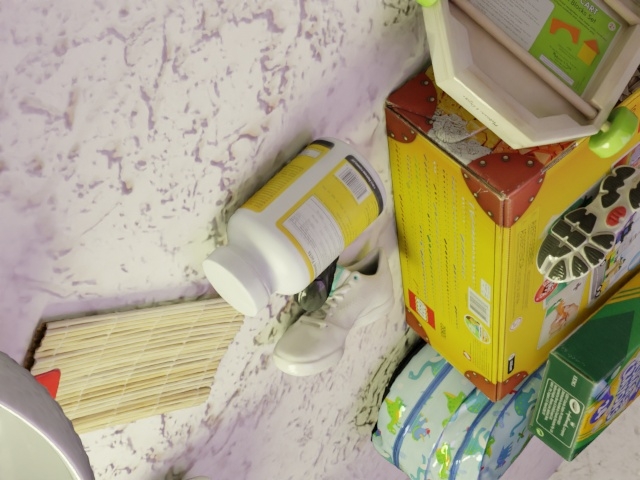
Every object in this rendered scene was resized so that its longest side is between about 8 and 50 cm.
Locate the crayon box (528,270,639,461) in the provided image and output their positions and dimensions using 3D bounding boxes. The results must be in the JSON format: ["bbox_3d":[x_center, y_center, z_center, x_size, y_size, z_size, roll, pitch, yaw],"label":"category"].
[{"bbox_3d":[0.443,0.148,1.665,0.323,0.083,0.203,-37,149,-27],"label":"crayon box"}]

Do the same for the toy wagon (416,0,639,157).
[{"bbox_3d":[0.255,-0.261,1.199,0.344,0.267,0.068,-57,-164,-17],"label":"toy wagon"}]

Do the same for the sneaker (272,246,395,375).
[{"bbox_3d":[0.014,0.077,1.386,0.212,0.080,0.094,-39,139,-44],"label":"sneaker"}]

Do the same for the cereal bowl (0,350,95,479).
[{"bbox_3d":[-0.318,0.182,0.776,0.339,0.141,0.339,-9,120,-15],"label":"cereal bowl"}]

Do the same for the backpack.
[{"bbox_3d":[0.236,0.225,1.764,0.355,0.273,0.290,-24,148,-25],"label":"backpack"}]

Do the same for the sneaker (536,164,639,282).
[{"bbox_3d":[0.318,-0.009,1.332,0.170,0.068,0.071,-42,157,-12],"label":"sneaker"}]

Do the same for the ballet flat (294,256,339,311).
[{"bbox_3d":[0.000,0.000,1.305,0.057,0.049,0.173,7,117,-22],"label":"ballet flat"}]

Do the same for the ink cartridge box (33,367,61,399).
[{"bbox_3d":[-0.307,0.192,0.955,0.134,0.078,0.231,-17,135,-51],"label":"ink cartridge box"}]

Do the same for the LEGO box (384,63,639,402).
[{"bbox_3d":[0.291,-0.072,1.487,0.372,0.193,0.500,-38,150,-18],"label":"LEGO box"}]

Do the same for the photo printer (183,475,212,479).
[{"bbox_3d":[-0.209,0.431,1.368,0.256,0.107,0.307,-34,146,-37],"label":"photo printer"}]

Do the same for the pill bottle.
[{"bbox_3d":[-0.027,-0.012,1.160,0.184,0.103,0.103,-43,152,-22],"label":"pill bottle"}]

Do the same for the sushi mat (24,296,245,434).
[{"bbox_3d":[-0.185,0.127,1.155,0.316,0.019,0.151,-5,124,-58],"label":"sushi mat"}]
